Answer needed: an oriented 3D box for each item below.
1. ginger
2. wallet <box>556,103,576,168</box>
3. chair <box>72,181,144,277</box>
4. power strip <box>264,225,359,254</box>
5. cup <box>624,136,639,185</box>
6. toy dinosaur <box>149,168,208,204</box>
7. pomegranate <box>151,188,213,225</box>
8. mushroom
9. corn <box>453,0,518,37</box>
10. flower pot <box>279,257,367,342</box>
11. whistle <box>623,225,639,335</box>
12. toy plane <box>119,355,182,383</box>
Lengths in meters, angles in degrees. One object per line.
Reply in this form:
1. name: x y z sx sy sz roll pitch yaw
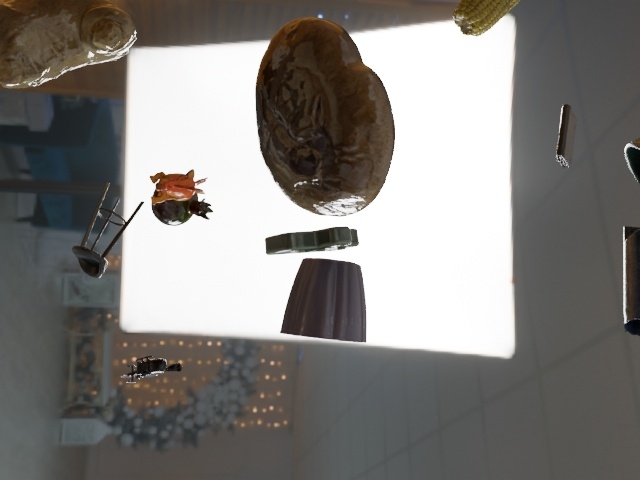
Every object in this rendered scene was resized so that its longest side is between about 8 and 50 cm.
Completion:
1. ginger: -0.416 -0.321 1.177 0.275 0.222 0.130 -57 155 -46
2. wallet: 0.824 -0.346 2.495 0.110 0.031 0.197 38 58 -50
3. chair: -0.534 -0.026 1.821 0.095 0.104 0.221 40 63 -44
4. power strip: 0.000 0.001 2.027 0.194 0.265 0.059 -12 -97 49
5. cup: 0.941 -0.158 1.628 0.400 0.392 0.310 58 10 28
6. toy dinosaur: -0.310 -0.122 1.671 0.288 0.117 0.070 -65 148 -86
7. pomegranate: -0.356 -0.089 1.875 0.159 0.130 0.129 38 -46 39
8. mushroom: 0.000 -0.163 1.026 0.278 0.146 0.278 25 -58 50
9. corn: 0.391 -0.542 1.613 0.244 0.093 0.093 -44 -176 -9
10. flower pot: 0.021 0.180 2.252 0.265 0.265 0.242 138 -41 -78
11. whistle: 0.715 0.077 1.681 0.062 0.062 0.304 102 6 -50
12. toy plane: -0.467 0.349 1.989 0.078 0.197 0.053 24 54 -50
